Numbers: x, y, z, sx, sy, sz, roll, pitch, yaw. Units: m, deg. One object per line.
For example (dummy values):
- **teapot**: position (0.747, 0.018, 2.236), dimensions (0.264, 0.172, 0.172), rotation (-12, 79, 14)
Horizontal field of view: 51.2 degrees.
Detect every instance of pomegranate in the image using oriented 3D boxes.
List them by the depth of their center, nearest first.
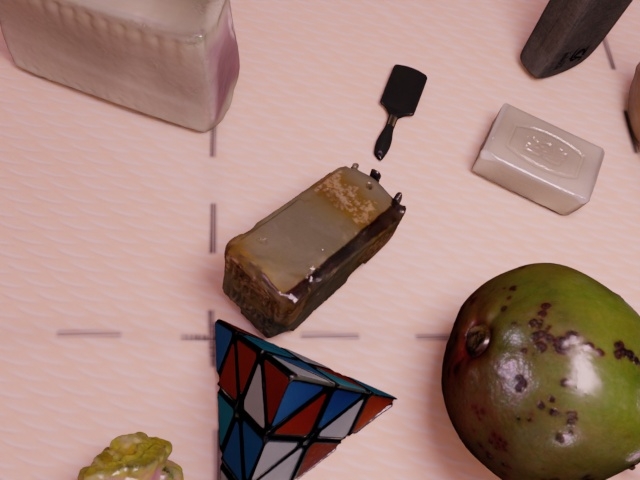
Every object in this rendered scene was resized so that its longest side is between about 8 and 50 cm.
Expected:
- **pomegranate**: position (0.317, 0.181, 0.829), dimensions (0.324, 0.290, 0.290), rotation (22, 66, 3)

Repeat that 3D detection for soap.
- **soap**: position (0.351, -0.129, 1.081), dimensions (0.183, 0.063, 0.121), rotation (26, 64, 4)

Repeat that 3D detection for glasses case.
- **glasses case**: position (0.436, -0.392, 1.062), dimensions (0.131, 0.323, 0.074), rotation (-23, 69, -19)

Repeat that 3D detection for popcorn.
- **popcorn**: position (-0.231, 0.303, 0.797), dimensions (0.126, 0.126, 0.145), rotation (27, 38, -10)

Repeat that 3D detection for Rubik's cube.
- **Rubik's cube**: position (-0.056, 0.163, 0.815), dimensions (0.284, 0.234, 0.250), rotation (-28, 72, -16)

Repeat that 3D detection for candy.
- **candy**: position (-0.304, -0.323, 1.015), dimensions (0.359, 0.208, 0.145), rotation (19, 60, 3)

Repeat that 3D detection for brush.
- **brush**: position (0.125, -0.214, 1.117), dimensions (0.063, 0.016, 0.193), rotation (21, 66, 3)

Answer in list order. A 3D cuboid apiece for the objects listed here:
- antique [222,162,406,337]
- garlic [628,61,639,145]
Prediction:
- **antique**: position (0.000, 0.000, 0.953), dimensions (0.125, 0.150, 0.284), rotation (44, 61, 13)
- **garlic**: position (0.565, -0.238, 1.105), dimensions (0.129, 0.148, 0.266), rotation (-11, 67, -26)
